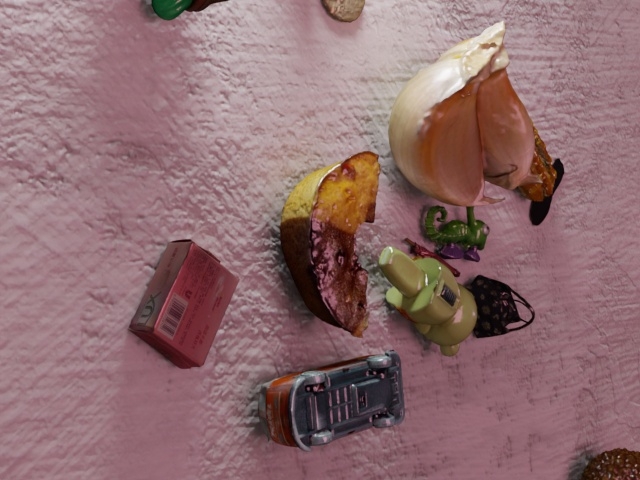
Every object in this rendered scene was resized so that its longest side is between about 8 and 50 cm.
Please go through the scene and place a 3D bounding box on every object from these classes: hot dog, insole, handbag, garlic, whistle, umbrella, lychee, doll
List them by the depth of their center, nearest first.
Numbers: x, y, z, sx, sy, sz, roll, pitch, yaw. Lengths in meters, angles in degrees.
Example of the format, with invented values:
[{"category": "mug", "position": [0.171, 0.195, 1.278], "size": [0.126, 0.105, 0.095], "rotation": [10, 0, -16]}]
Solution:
[{"category": "whistle", "position": [0.186, 0.098, 1.867], "size": [0.288, 0.106, 0.131], "rotation": [40, 62, -40]}, {"category": "garlic", "position": [0.259, -0.206, 1.895], "size": [0.313, 0.249, 0.286], "rotation": [73, 24, -43]}, {"category": "umbrella", "position": [0.204, 0.034, 1.949], "size": [0.165, 0.027, 0.025], "rotation": [31, 40, -39]}, {"category": "doll", "position": [0.258, -0.019, 1.996], "size": [0.190, 0.050, 0.115], "rotation": [3, 89, -45]}, {"category": "handbag", "position": [0.343, 0.129, 2.011], "size": [0.072, 0.139, 0.115], "rotation": [-35, 114, -34]}, {"category": "hot dog", "position": [0.399, -0.188, 2.146], "size": [0.115, 0.072, 0.269], "rotation": [-55, 126, -25]}, {"category": "insole", "position": [0.483, -0.105, 2.276], "size": [0.064, 0.004, 0.188], "rotation": [56, 51, -30]}, {"category": "lychee", "position": [0.661, 0.550, 2.296], "size": [0.238, 0.200, 0.200], "rotation": [40, 59, -24]}]

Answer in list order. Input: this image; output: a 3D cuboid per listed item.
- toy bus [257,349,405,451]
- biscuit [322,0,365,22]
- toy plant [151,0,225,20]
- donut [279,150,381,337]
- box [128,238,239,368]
[{"category": "toy bus", "position": [0.014, 0.248, 1.660], "size": [0.265, 0.120, 0.121], "rotation": [-8, 93, -48]}, {"category": "biscuit", "position": [0.037, -0.427, 1.805], "size": [0.120, 0.015, 0.120], "rotation": [3, 86, -48]}, {"category": "toy plant", "position": [-0.196, -0.379, 1.494], "size": [0.200, 0.105, 0.143], "rotation": [-3, 102, -30]}, {"category": "donut", "position": [0.000, 0.000, 1.671], "size": [0.151, 0.112, 0.295], "rotation": [12, 77, -44]}, {"category": "box", "position": [-0.188, 0.088, 1.496], "size": [0.111, 0.060, 0.156], "rotation": [42, 61, -37]}]
